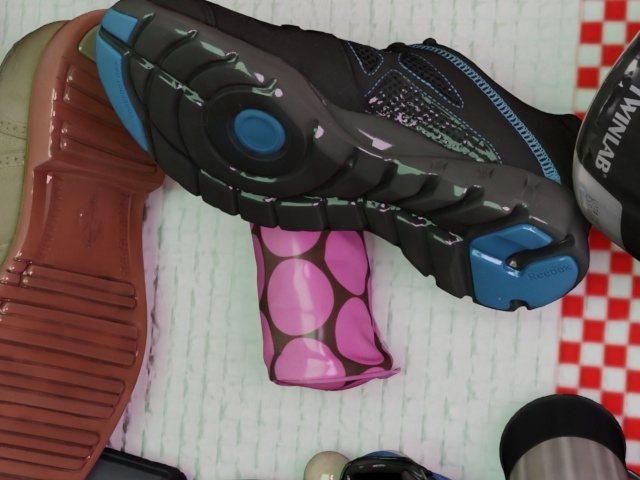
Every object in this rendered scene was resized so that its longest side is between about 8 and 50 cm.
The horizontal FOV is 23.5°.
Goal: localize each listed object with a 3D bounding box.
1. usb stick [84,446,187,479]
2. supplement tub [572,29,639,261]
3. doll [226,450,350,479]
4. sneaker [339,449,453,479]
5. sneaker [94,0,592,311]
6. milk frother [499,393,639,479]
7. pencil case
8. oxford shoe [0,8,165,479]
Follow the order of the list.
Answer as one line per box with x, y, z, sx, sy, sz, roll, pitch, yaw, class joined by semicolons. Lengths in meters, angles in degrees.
-0.225;0.177;1.163;0.278;0.045;0.077;12;89;22;usb stick
0.314;-0.007;0.860;0.316;0.193;0.194;41;101;30;supplement tub
-0.043;0.223;1.086;0.129;0.046;0.189;42;101;19;doll
0.082;0.185;1.018;0.152;0.084;0.058;28;96;21;sneaker
0.020;-0.075;0.996;0.340;0.140;0.125;26;137;-5;sneaker
0.191;0.157;0.949;0.143;0.135;0.129;-40;103;17;milk frother
0.000;0.000;1.068;0.095;0.098;0.209;159;107;-65;pencil case
-0.214;0.028;1.134;0.146;0.140;0.397;3;74;47;oxford shoe
